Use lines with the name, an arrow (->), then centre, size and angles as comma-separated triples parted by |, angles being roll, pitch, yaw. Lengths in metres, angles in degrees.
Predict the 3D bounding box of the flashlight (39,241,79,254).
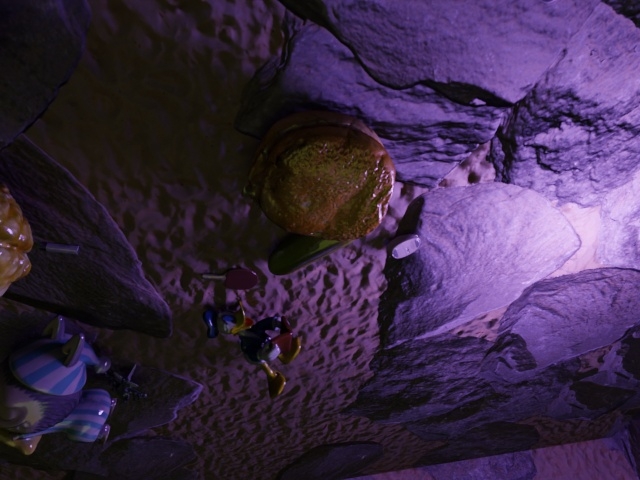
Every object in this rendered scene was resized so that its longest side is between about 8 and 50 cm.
flashlight -> -0.637, 0.019, 1.081 | 0.083, 0.018, 0.018 | 7, 133, -16

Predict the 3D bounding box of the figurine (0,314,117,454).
figurine -> -0.726, 0.411, 1.262 | 0.361, 0.266, 0.378 | 25, 123, -28

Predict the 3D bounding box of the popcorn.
popcorn -> -0.736, -0.015, 0.853 | 0.335, 0.274, 0.279 | 34, 82, 6

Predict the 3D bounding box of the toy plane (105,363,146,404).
toy plane -> -0.663, 0.510, 1.496 | 0.160, 0.082, 0.234 | 28, 126, 0

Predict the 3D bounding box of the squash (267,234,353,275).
squash -> 0.000, 0.000, 1.138 | 0.340, 0.095, 0.094 | -26, 132, 17

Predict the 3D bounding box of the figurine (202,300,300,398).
figurine -> -0.203, 0.306, 1.323 | 0.338, 0.205, 0.283 | 33, 147, -19

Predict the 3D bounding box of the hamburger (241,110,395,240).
hamburger -> -0.002, -0.131, 0.956 | 0.314, 0.170, 0.290 | 10, 127, -18

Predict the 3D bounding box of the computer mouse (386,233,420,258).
computer mouse -> 0.227, 0.012, 1.224 | 0.096, 0.039, 0.066 | -25, 133, 2

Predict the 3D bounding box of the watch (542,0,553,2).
watch -> 0.256, -0.464, 0.641 | 0.217, 0.248, 0.211 | -9, 134, 1

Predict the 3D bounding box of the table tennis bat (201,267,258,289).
table tennis bat -> -0.253, 0.106, 1.241 | 0.156, 0.013, 0.087 | 6, 134, -18
